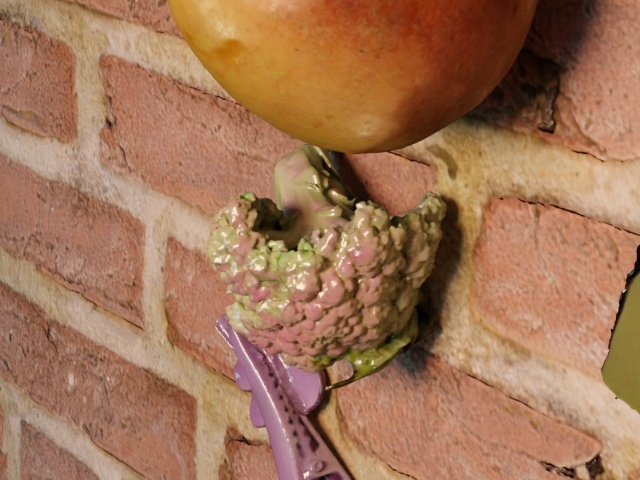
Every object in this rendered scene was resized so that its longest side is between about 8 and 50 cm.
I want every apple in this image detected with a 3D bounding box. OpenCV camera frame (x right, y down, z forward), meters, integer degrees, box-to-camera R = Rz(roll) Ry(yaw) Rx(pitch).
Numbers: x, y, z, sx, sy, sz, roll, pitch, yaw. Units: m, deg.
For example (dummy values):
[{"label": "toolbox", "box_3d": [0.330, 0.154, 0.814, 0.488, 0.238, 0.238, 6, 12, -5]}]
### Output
[{"label": "apple", "box_3d": [0.029, -0.249, 1.425, 0.305, 0.338, 0.338, 143, 113, -71]}]

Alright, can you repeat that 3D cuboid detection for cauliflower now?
[{"label": "cauliflower", "box_3d": [0.000, 0.000, 1.636, 0.256, 0.239, 0.315, 90, 170, -57]}]

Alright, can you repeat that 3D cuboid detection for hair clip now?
[{"label": "hair clip", "box_3d": [-0.040, 0.202, 1.807, 0.137, 0.090, 0.278, -42, 59, 49]}]

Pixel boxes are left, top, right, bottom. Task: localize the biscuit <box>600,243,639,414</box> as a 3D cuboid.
[{"label": "biscuit", "box_3d": [0.312, 0.010, 1.323, 0.099, 0.038, 0.322, 40, 127, 37]}]
